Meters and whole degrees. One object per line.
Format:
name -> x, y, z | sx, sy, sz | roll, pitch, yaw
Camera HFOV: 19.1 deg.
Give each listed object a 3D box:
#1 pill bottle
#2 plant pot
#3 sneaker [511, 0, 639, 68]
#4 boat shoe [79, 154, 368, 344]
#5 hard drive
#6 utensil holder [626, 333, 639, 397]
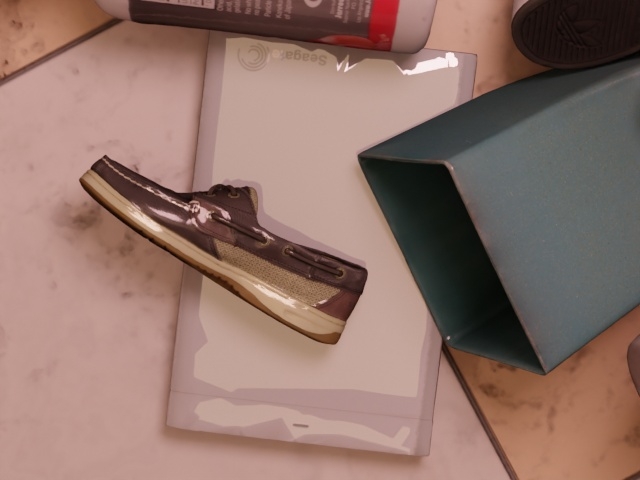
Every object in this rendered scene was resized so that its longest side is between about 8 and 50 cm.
pill bottle -> -0.071, -0.237, 1.360 | 0.319, 0.176, 0.176 | 7, 94, 0
plant pot -> 0.185, -0.042, 1.370 | 0.234, 0.166, 0.165 | -30, 104, -15
sneaker -> 0.275, -0.239, 1.355 | 0.295, 0.178, 0.124 | -15, 137, 20
boat shoe -> -0.067, -0.007, 1.391 | 0.223, 0.080, 0.073 | 32, 89, -8
hard drive -> 0.000, 0.000, 1.447 | 0.203, 0.040, 0.307 | 7, 95, -1
utensil holder -> 0.449, 0.069, 1.281 | 0.385, 0.327, 0.327 | -37, 94, -7
